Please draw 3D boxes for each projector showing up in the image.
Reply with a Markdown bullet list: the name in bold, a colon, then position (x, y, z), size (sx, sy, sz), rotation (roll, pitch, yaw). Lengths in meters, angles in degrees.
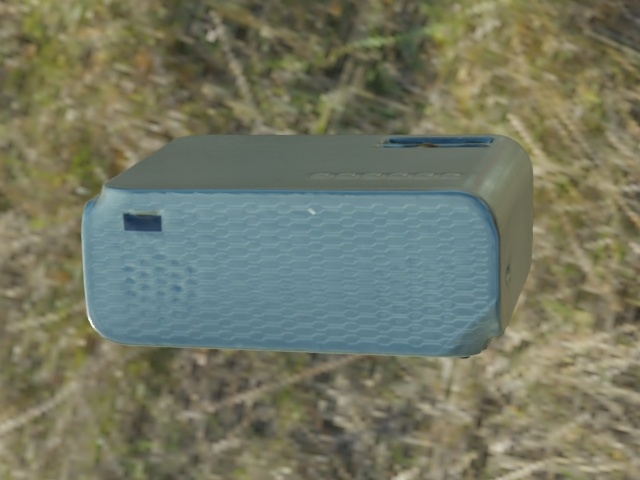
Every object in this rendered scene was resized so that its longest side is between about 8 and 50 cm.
- **projector**: position (0.000, 0.000, 1.223), size (0.250, 0.198, 0.108), rotation (0, 103, 11)
